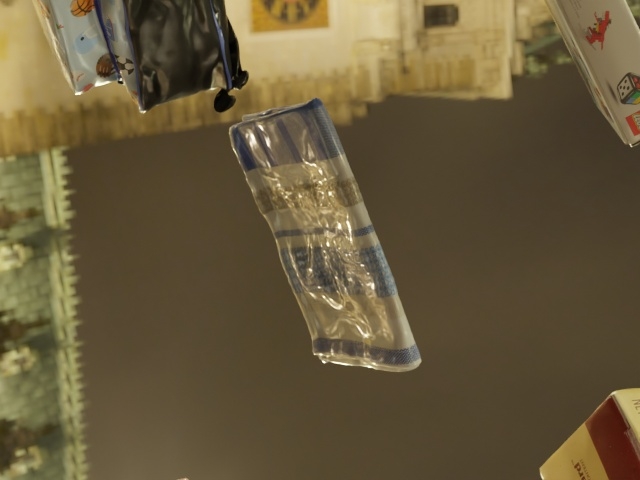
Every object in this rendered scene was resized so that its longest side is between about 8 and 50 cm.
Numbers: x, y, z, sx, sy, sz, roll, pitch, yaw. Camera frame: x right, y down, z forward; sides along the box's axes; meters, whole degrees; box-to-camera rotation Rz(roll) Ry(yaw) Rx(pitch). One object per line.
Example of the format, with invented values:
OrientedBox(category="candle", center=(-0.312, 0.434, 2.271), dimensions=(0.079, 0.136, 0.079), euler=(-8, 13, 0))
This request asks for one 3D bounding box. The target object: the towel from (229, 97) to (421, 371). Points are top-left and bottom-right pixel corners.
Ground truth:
OrientedBox(category="towel", center=(0.000, 0.000, 1.323), dimensions=(0.209, 0.034, 0.285), euler=(0, -67, 64))

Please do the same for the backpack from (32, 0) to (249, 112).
OrientedBox(category="backpack", center=(-0.190, -0.285, 1.268), dimensions=(0.277, 0.213, 0.263), euler=(93, -15, -53))

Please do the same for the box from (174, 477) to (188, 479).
OrientedBox(category="box", center=(-0.137, 0.233, 0.665), dimensions=(0.154, 0.142, 0.300), euler=(51, -37, -12))

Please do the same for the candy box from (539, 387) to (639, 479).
OrientedBox(category="candy box", center=(0.291, 0.162, 0.671), dimensions=(0.087, 0.316, 0.183), euler=(119, -39, -48))

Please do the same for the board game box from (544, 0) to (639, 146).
OrientedBox(category="board game box", center=(0.204, -0.240, 1.107), dimensions=(0.053, 0.193, 0.305), euler=(-27, -77, 11))
